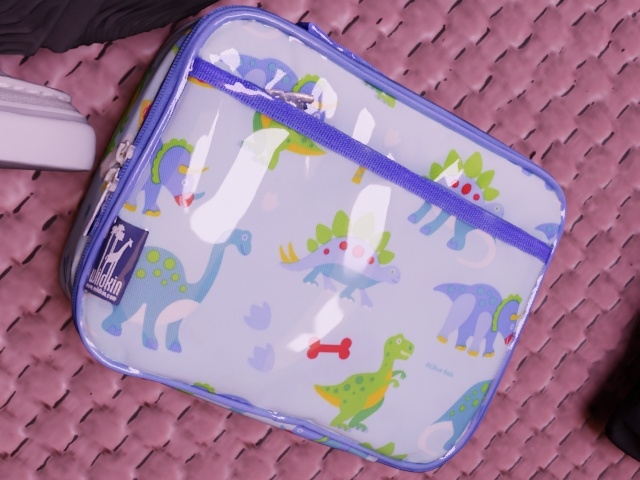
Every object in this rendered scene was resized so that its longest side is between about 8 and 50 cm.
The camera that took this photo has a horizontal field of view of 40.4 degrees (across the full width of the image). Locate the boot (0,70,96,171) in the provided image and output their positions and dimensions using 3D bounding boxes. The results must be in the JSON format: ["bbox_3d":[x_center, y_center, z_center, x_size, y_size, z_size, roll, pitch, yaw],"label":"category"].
[{"bbox_3d":[-0.210,-0.102,0.337,0.258,0.095,0.123,9,89,-25],"label":"boot"}]

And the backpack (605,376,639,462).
[{"bbox_3d":[0.369,0.004,0.468,0.290,0.273,0.356,25,80,-13],"label":"backpack"}]

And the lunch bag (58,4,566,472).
[{"bbox_3d":[0.000,0.000,0.418,0.219,0.090,0.176,27,90,-23],"label":"lunch bag"}]

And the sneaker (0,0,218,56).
[{"bbox_3d":[-0.195,-0.208,0.241,0.447,0.169,0.258,-5,70,-43],"label":"sneaker"}]
